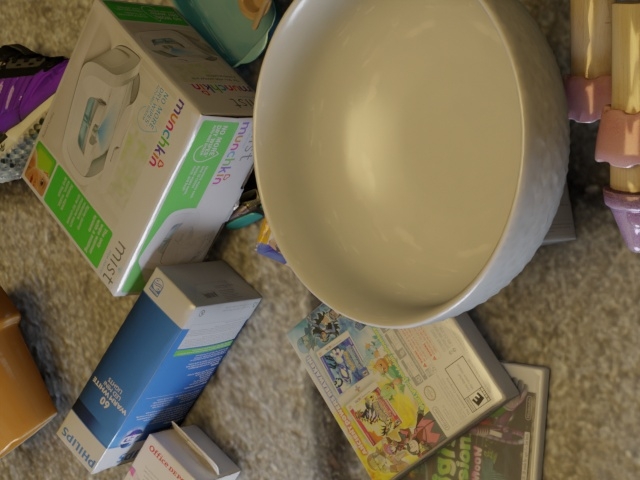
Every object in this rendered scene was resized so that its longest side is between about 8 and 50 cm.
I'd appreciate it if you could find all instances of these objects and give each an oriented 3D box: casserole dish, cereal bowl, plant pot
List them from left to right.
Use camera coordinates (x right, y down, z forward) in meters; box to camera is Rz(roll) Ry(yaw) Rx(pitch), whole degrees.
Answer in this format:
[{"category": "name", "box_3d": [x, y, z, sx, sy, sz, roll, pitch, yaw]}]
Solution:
[{"category": "plant pot", "box_3d": [-0.449, 0.190, 1.612, 0.205, 0.205, 0.188, -38, 87, 27]}, {"category": "casserole dish", "box_3d": [-0.110, -0.285, 1.458, 0.114, 0.037, 0.188, -44, 68, 26]}, {"category": "cereal bowl", "box_3d": [0.095, -0.094, 1.146, 0.339, 0.141, 0.339, 5, 97, 44]}]

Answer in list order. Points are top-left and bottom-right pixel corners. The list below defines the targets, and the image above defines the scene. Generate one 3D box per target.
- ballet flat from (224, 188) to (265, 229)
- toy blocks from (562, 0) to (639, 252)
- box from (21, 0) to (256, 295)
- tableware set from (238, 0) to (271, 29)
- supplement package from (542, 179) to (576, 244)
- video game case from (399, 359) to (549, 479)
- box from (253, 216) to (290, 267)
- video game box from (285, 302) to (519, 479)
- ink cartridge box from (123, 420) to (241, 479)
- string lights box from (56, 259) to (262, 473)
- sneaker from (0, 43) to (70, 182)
[{"category": "ballet flat", "box_3d": [-0.067, -0.045, 1.445, 0.114, 0.041, 0.041, -15, 84, 31]}, {"category": "toy blocks", "box_3d": [0.367, -0.080, 1.029, 0.309, 0.288, 0.260, -2, 103, 4]}, {"category": "box", "box_3d": [-0.203, -0.107, 1.447, 0.231, 0.126, 0.262, 49, 123, 30]}, {"category": "tableware set", "box_3d": [-0.073, -0.330, 1.383, 0.169, 0.020, 0.141, 50, 126, 27]}, {"category": "supplement package", "box_3d": [0.178, -0.078, 1.250, 0.105, 0.105, 0.179, -11, 86, 35]}, {"category": "video game case", "box_3d": [0.154, 0.218, 1.325, 0.173, 0.022, 0.190, 6, 95, 32]}, {"category": "box", "box_3d": [0.000, 0.000, 1.391, 0.136, 0.028, 0.081, 23, 106, 13]}, {"category": "video game box", "box_3d": [0.083, 0.131, 1.327, 0.187, 0.048, 0.205, -39, 71, 24]}, {"category": "ink cartridge box", "box_3d": [-0.172, 0.295, 1.492, 0.092, 0.090, 0.143, 40, 111, 24]}, {"category": "string lights box", "box_3d": [-0.192, 0.150, 1.473, 0.077, 0.133, 0.260, 43, 112, 23]}, {"category": "sneaker", "box_3d": [-0.362, -0.199, 1.585, 0.293, 0.102, 0.146, -31, 75, 29]}]
